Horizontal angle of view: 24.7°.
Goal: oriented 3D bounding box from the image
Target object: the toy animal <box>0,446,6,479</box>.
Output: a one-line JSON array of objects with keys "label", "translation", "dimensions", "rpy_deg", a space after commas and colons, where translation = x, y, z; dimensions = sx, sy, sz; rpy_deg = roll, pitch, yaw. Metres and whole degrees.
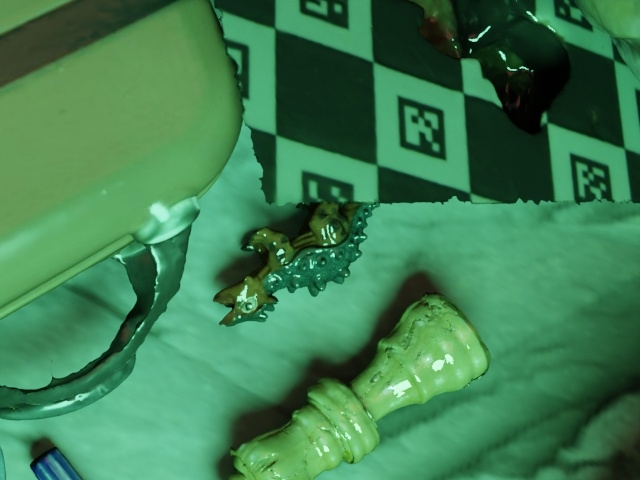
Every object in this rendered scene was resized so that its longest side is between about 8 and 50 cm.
[{"label": "toy animal", "translation": [-0.256, 0.161, 0.678], "dimensions": [0.239, 0.176, 0.255], "rpy_deg": [-9, 81, -4]}]

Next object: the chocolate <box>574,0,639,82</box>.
[{"label": "chocolate", "translation": [0.269, -0.167, 0.811], "dimensions": [0.303, 0.303, 0.213], "rpy_deg": [2, 76, -14]}]

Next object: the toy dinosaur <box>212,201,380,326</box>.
[{"label": "toy dinosaur", "translation": [0.000, 0.000, 0.848], "dimensions": [0.154, 0.049, 0.055], "rpy_deg": [-34, 84, -14]}]

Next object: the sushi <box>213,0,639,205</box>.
[{"label": "sushi", "translation": [0.052, -0.153, 0.875], "dimensions": [0.339, 0.069, 0.320], "rpy_deg": [-3, 70, -37]}]

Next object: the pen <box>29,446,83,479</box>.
[{"label": "pen", "translation": [-0.089, 0.197, 0.790], "dimensions": [0.025, 0.025, 0.204], "rpy_deg": [-37, 88, -20]}]

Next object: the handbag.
[{"label": "handbag", "translation": [-0.181, -0.041, 0.759], "dimensions": [0.302, 0.149, 0.283], "rpy_deg": [-30, 95, -21]}]

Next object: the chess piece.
[{"label": "chess piece", "translation": [0.014, 0.099, 0.826], "dimensions": [0.172, 0.060, 0.060], "rpy_deg": [-34, 87, -19]}]
